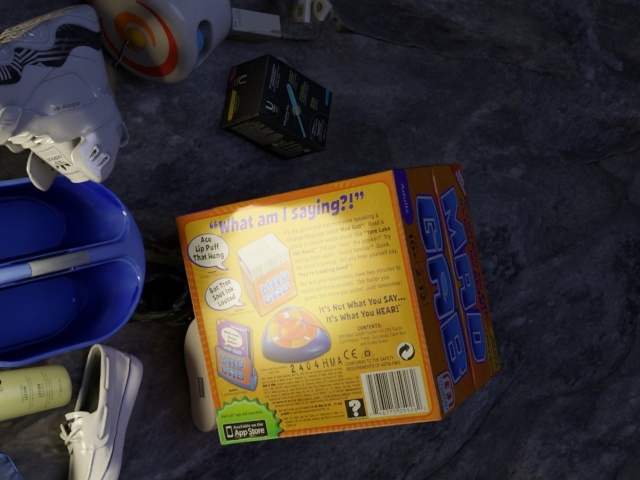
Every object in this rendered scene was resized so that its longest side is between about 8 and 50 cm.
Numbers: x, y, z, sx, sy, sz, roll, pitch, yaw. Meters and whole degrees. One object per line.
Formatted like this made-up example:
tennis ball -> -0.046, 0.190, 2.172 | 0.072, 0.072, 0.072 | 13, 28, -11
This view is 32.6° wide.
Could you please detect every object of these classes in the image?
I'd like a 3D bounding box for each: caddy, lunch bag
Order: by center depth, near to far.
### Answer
lunch bag -> -0.439, 0.322, 1.460 | 0.067, 0.065, 0.098 | -34, 109, -28
caddy -> -0.395, 0.038, 1.476 | 0.341, 0.179, 0.241 | -15, 95, -47

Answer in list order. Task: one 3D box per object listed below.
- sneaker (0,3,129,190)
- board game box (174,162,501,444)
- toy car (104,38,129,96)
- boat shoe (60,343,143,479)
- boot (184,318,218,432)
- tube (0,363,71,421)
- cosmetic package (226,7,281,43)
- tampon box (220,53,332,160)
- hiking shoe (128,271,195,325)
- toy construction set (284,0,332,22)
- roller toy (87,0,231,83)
sneaker -> -0.371, -0.139, 1.343 | 0.366, 0.137, 0.210 | -45, 122, -48
board game box -> 0.041, 0.088, 1.722 | 0.356, 0.357, 0.356 | -14, 93, -66
toy car -> -0.354, -0.238, 1.599 | 0.149, 0.155, 0.188 | 57, 39, -23
boat shoe -> -0.332, 0.272, 1.572 | 0.084, 0.095, 0.258 | 32, 50, -33
boot -> -0.166, 0.207, 1.762 | 0.086, 0.069, 0.189 | -13, 107, -52
tube -> -0.453, 0.215, 1.472 | 0.240, 0.062, 0.070 | -5, 46, -42
cosmetic package -> -0.130, -0.374, 1.915 | 0.115, 0.060, 0.041 | -2, 86, -45
tampon box -> -0.076, -0.230, 1.913 | 0.161, 0.101, 0.120 | 26, 64, -40
hiking shoe -> -0.223, 0.091, 1.690 | 0.227, 0.114, 0.086 | -7, 88, -47
toy construction set -> -0.109, -0.489, 1.856 | 0.328, 0.215, 0.151 | 13, 110, -53
roller toy -> -0.250, -0.347, 1.688 | 0.209, 0.191, 0.146 | 55, 49, -24
